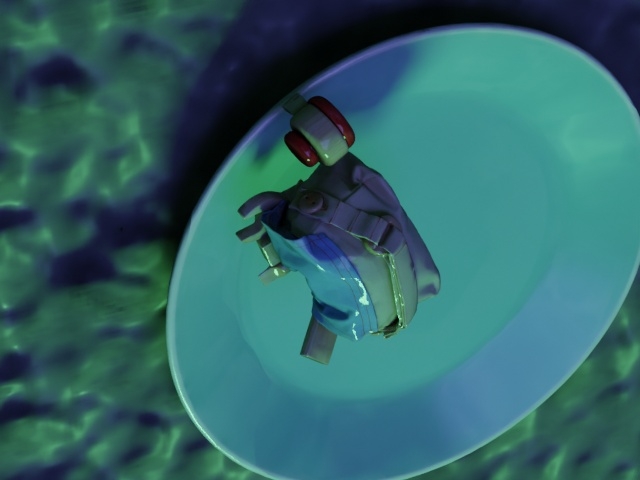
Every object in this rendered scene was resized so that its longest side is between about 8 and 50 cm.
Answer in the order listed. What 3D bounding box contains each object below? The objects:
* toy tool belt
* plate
[{"bbox_3d":[0.000,0.000,0.569,0.051,0.052,0.083,-41,131,-9],"label":"toy tool belt"},{"bbox_3d":[0.031,0.006,0.639,0.188,0.024,0.188,-14,127,-19],"label":"plate"}]
